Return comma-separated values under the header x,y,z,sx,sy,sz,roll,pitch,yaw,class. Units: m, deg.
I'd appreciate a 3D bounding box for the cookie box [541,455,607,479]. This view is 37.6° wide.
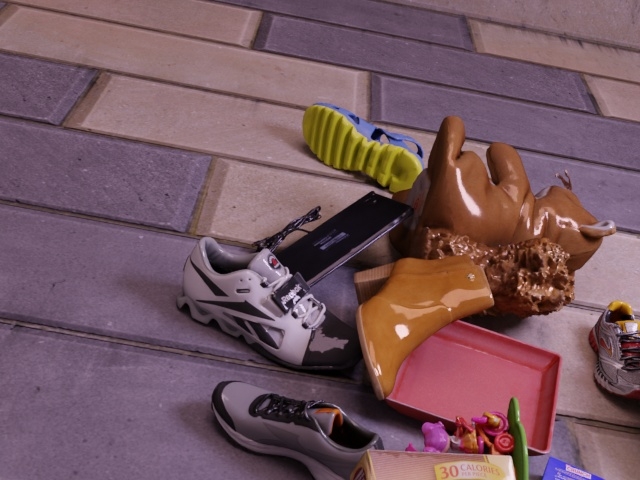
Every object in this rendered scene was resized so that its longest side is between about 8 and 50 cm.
x,y,z,sx,sy,sz,roll,pitch,yaw,class
0.348,0.364,1.311,0.092,0.040,0.107,21,33,15,cookie box

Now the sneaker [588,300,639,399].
x,y,z,sx,sy,sz,roll,pitch,yaw,class
0.514,0.186,1.604,0.088,0.092,0.225,9,32,-5,sneaker

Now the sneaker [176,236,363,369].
x,y,z,sx,sy,sz,roll,pitch,yaw,class
-0.075,0.096,1.501,0.331,0.146,0.122,21,31,11,sneaker

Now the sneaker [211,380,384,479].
x,y,z,sx,sy,sz,roll,pitch,yaw,class
-0.027,0.253,1.299,0.272,0.108,0.100,23,35,19,sneaker

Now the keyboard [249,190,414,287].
x,y,z,sx,sy,sz,roll,pitch,yaw,class
0.000,0.000,1.700,0.317,0.033,0.202,-34,37,-28,keyboard

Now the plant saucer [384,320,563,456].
x,y,z,sx,sy,sz,roll,pitch,yaw,class
0.242,0.228,1.487,0.259,0.047,0.258,19,32,9,plant saucer

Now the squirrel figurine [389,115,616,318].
x,y,z,sx,sy,sz,roll,pitch,yaw,class
0.346,0.009,1.732,0.371,0.281,0.397,16,44,-13,squirrel figurine

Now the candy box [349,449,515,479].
x,y,z,sx,sy,sz,roll,pitch,yaw,class
0.137,0.397,1.037,0.183,0.087,0.316,5,56,-12,candy box

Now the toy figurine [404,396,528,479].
x,y,z,sx,sy,sz,roll,pitch,yaw,class
0.195,0.292,1.298,0.159,0.130,0.173,3,52,2,toy figurine

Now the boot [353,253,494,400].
x,y,z,sx,sy,sz,roll,pitch,yaw,class
0.163,0.116,1.446,0.211,0.104,0.295,-10,34,5,boot

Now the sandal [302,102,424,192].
x,y,z,sx,sy,sz,roll,pitch,yaw,class
0.103,-0.211,2.087,0.317,0.126,0.138,32,32,15,sandal
